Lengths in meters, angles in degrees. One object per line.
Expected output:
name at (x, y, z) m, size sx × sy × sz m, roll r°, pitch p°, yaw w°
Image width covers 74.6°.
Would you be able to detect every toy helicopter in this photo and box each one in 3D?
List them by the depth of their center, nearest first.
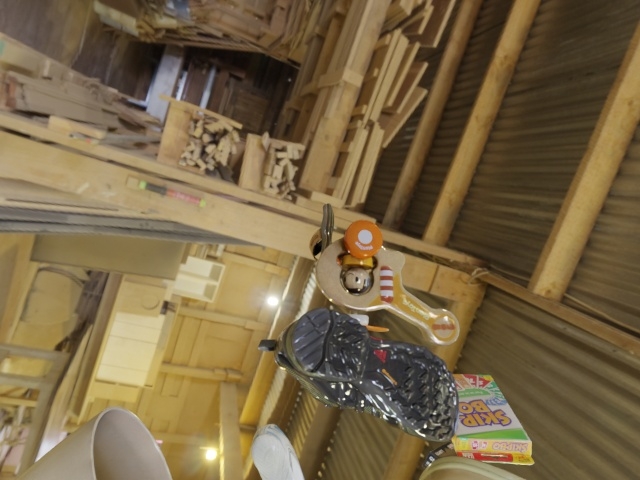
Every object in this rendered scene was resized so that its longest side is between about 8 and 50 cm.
toy helicopter at (0.145, 0.136, 0.934) m, size 0.235 × 0.355 × 0.140 m, roll -58°, pitch -179°, yaw -22°

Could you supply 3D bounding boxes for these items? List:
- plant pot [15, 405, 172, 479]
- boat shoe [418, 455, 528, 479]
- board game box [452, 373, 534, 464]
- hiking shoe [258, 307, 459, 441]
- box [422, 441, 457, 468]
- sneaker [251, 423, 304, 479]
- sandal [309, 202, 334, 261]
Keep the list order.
plant pot at (-0.418, 0.455, 0.674) m, size 0.256 × 0.274 × 0.256 m, roll 60°, pitch -9°, yaw 16°
boat shoe at (0.184, 0.276, 0.288) m, size 0.285 × 0.089 × 0.105 m, roll 33°, pitch -62°, yaw 27°
board game box at (0.301, 0.331, 0.809) m, size 0.259 × 0.124 × 0.039 m, roll -64°, pitch 153°, yaw -77°
hiking shoe at (0.048, 0.144, 0.450) m, size 0.114 × 0.227 × 0.086 m, roll -28°, pitch -148°, yaw 55°
box at (0.405, 0.664, 1.194) m, size 0.175 × 0.220 × 0.051 m, roll 31°, pitch -88°, yaw 35°
sneaker at (-0.063, 0.464, 0.797) m, size 0.086 × 0.085 × 0.237 m, roll -6°, pitch 76°, yaw -81°
sandal at (0.000, 0.000, 1.138) m, size 0.090 × 0.060 × 0.219 m, roll 66°, pitch 26°, yaw -68°
